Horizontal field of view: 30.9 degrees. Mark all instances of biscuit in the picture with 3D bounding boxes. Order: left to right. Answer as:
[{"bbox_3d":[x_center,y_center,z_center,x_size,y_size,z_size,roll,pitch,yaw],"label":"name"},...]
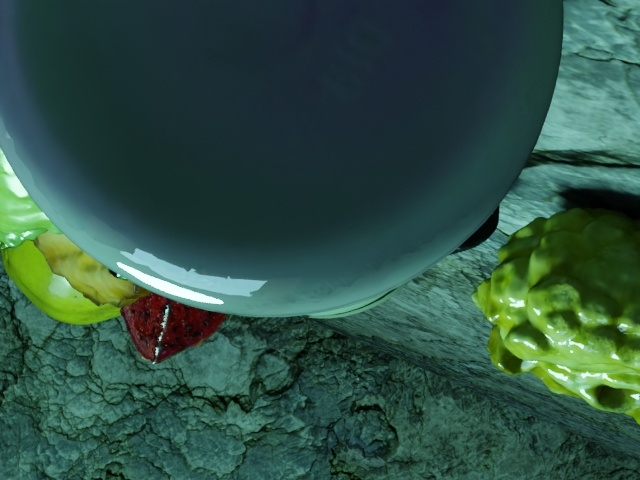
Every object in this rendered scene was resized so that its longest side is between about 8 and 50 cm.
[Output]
[{"bbox_3d":[-0.307,-0.068,1.519,0.326,0.107,0.326,31,136,35],"label":"biscuit"}]

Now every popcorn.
[{"bbox_3d":[0.295,0.075,1.075,0.286,0.174,0.225,26,163,-22],"label":"popcorn"}]

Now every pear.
[{"bbox_3d":[-0.330,-0.007,1.838,0.375,0.287,0.287,7,175,-15],"label":"pear"}]

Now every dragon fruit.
[{"bbox_3d":[-0.197,-0.008,1.641,0.152,0.317,0.205,-3,-155,-42],"label":"dragon fruit"}]

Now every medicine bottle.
[{"bbox_3d":[-0.019,-0.090,0.620,0.256,0.256,0.325,23,180,2],"label":"medicine bottle"}]

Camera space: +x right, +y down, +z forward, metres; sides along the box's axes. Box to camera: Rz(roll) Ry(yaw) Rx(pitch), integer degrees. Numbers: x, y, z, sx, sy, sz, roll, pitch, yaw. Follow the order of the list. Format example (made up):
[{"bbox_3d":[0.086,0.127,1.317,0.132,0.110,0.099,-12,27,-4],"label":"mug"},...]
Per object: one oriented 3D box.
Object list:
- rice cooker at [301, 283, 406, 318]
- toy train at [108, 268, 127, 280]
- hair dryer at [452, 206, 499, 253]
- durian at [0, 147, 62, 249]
[{"bbox_3d":[-0.007,-0.055,0.950,0.226,0.226,0.244,20,169,18],"label":"rice cooker"},{"bbox_3d":[-0.146,-0.057,1.222,0.137,0.225,0.090,15,169,2],"label":"toy train"},{"bbox_3d":[0.049,-0.069,1.180,0.251,0.089,0.197,33,172,-3],"label":"hair dryer"},{"bbox_3d":[-0.238,-0.127,1.078,0.256,0.204,0.339,6,144,7],"label":"durian"}]
